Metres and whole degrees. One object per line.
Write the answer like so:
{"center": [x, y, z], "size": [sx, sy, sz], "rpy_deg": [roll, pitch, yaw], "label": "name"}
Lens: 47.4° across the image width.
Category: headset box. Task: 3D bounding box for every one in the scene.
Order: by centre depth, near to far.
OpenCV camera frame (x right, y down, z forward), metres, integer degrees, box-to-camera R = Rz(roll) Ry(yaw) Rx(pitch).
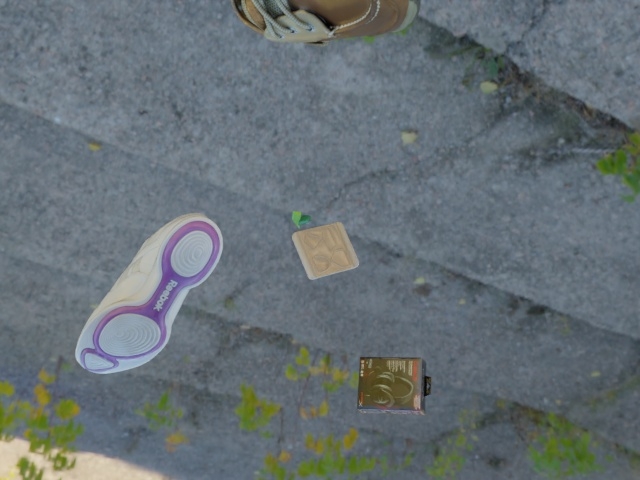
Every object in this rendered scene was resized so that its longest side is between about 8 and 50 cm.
{"center": [0.087, 0.169, 0.846], "size": [0.083, 0.062, 0.032], "rpy_deg": [-2, 158, 19], "label": "headset box"}

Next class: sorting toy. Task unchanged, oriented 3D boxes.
{"center": [0.000, 0.000, 0.805], "size": [0.062, 0.083, 0.012], "rpy_deg": [-15, 161, -25], "label": "sorting toy"}

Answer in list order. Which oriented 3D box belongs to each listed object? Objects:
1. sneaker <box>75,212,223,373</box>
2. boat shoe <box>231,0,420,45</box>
{"center": [-0.268, 0.082, 1.162], "size": [0.114, 0.152, 0.305], "rpy_deg": [41, 90, -22], "label": "sneaker"}
{"center": [-0.012, -0.230, 0.680], "size": [0.119, 0.324, 0.123], "rpy_deg": [-29, 109, -7], "label": "boat shoe"}
